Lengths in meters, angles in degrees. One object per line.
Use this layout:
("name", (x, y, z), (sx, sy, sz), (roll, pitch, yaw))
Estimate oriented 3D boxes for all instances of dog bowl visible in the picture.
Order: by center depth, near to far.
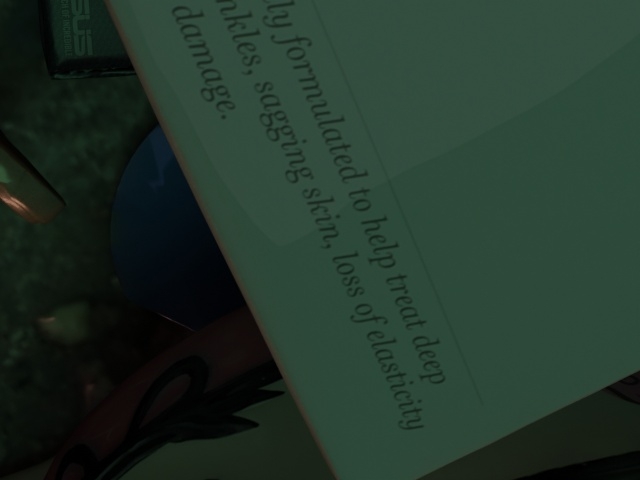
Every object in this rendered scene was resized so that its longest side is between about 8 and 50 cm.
("dog bowl", (0.044, 0.155, 0.879), (0.408, 0.150, 0.408), (-16, 147, -10))

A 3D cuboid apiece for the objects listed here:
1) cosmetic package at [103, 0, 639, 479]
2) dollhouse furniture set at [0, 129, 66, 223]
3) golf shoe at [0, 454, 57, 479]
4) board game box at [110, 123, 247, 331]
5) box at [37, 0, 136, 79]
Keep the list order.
("cosmetic package", (-0.004, -0.114, 0.635), (0.156, 0.385, 0.217), (-25, 116, -1))
("dollhouse furniture set", (-0.335, 0.008, 0.691), (0.362, 0.256, 0.394), (-45, 125, -3))
("golf shoe", (-0.197, 0.154, 0.953), (0.198, 0.077, 0.094), (-35, 115, 4))
("board game box", (-0.023, -0.008, 0.942), (0.169, 0.033, 0.133), (26, 111, -15))
("box", (-0.043, -0.195, 0.839), (0.183, 0.059, 0.232), (-5, 114, -10))
